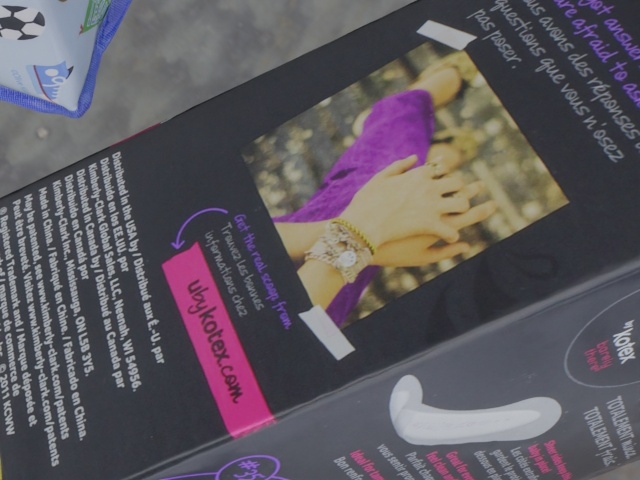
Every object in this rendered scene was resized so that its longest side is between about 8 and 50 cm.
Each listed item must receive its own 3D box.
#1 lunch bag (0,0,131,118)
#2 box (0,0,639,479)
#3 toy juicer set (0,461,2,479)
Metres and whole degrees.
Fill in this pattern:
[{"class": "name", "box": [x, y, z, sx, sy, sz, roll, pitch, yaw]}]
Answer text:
[{"class": "lunch bag", "box": [-0.348, -0.300, 0.859, 0.328, 0.386, 0.238, 87, 20, -63]}, {"class": "box", "box": [0.026, 0.026, 0.447, 0.270, 0.143, 0.165, -23, 145, 8]}, {"class": "toy juicer set", "box": [-0.105, 0.184, 0.957, 0.329, 0.209, 0.089, -2, 88, -19]}]
